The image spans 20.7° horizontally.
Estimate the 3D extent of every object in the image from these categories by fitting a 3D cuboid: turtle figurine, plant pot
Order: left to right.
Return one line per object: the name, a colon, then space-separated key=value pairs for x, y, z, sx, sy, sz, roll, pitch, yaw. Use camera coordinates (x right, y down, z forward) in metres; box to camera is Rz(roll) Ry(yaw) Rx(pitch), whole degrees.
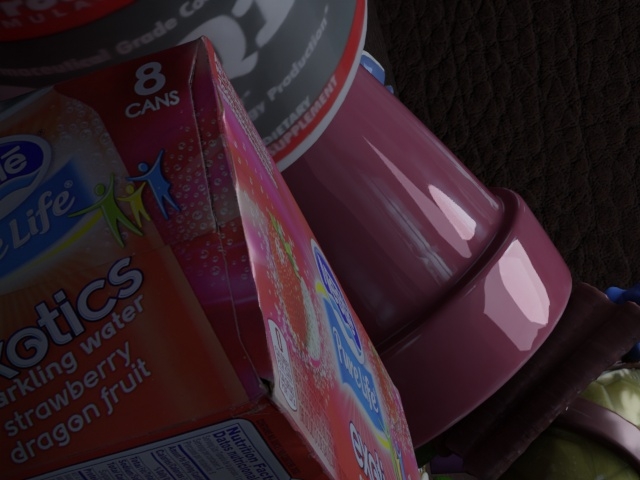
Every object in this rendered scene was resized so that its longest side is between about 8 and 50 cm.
plant pot: x=0.000 y=0.000 z=0.907 sx=0.180 sy=0.201 sz=0.201 roll=55 pitch=12 yaw=-15
turtle figurine: x=0.108 y=0.172 z=0.941 sx=0.198 sy=0.274 sz=0.266 roll=42 pitch=42 yaw=-13

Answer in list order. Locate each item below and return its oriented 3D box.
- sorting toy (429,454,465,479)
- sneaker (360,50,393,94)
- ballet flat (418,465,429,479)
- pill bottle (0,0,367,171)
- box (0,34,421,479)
sorting toy: x=0.148 y=0.258 z=1.324 sx=0.127 sy=0.126 sz=0.366 roll=-90 pitch=177 yaw=-59
sneaker: x=0.019 y=0.030 z=1.271 sx=0.315 sy=0.127 sz=0.182 roll=68 pitch=19 yaw=-44
ballet flat: x=0.046 y=0.178 z=1.233 sx=0.206 sy=0.073 sz=0.067 roll=-103 pitch=-144 yaw=-80
pill bottle: x=-0.088 y=-0.128 z=0.570 sx=0.283 sy=0.161 sz=0.161 roll=56 pitch=19 yaw=-66
box: x=-0.047 y=0.066 z=0.567 sx=0.257 sy=0.128 sz=0.123 roll=61 pitch=14 yaw=-57
